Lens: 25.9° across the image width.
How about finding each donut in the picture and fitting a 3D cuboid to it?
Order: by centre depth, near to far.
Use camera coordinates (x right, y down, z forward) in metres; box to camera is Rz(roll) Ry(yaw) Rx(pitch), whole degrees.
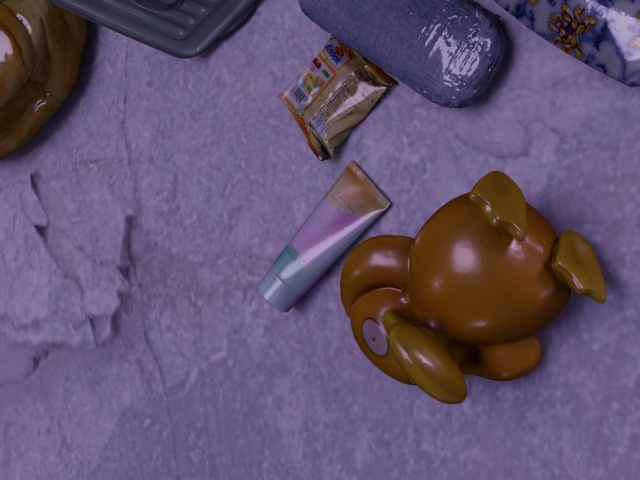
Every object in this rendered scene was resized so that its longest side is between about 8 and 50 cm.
[{"bbox_3d":[-0.472,-0.278,1.864,0.360,0.170,0.360,-7,78,39],"label":"donut"}]

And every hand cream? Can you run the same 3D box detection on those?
[{"bbox_3d":[0.000,0.000,1.517,0.174,0.047,0.076,-49,55,15],"label":"hand cream"}]

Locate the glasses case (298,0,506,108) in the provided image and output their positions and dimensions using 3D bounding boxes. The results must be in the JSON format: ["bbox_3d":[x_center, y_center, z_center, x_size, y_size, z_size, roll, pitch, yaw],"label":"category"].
[{"bbox_3d":[0.080,-0.235,1.457,0.282,0.067,0.109,39,105,38],"label":"glasses case"}]

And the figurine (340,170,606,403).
[{"bbox_3d":[0.135,0.049,1.323,0.228,0.215,0.215,-49,56,8],"label":"figurine"}]

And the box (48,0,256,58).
[{"bbox_3d":[-0.198,-0.333,1.602,0.163,0.243,0.135,-42,49,30],"label":"box"}]

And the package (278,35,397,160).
[{"bbox_3d":[0.015,-0.162,1.527,0.120,0.031,0.108,-48,58,18],"label":"package"}]

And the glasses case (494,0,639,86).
[{"bbox_3d":[0.233,-0.233,1.327,0.248,0.065,0.087,45,112,33],"label":"glasses case"}]
